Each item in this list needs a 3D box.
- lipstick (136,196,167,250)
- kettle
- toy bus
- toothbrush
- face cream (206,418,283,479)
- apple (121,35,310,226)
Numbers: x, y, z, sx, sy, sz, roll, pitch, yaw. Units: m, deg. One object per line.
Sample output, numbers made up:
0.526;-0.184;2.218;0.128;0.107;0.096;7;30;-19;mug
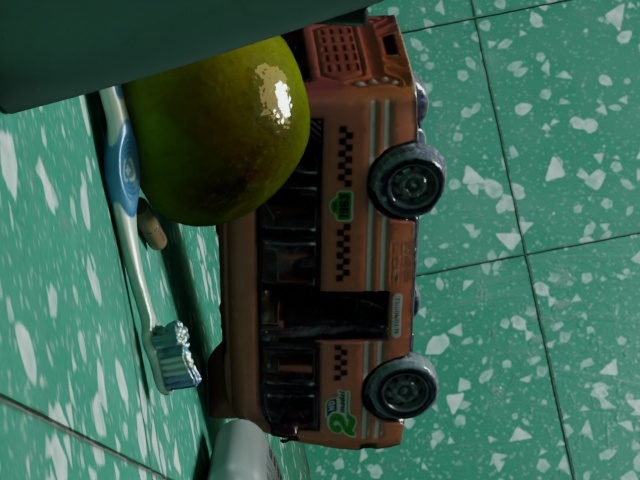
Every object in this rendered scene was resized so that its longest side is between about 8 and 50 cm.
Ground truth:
-0.151;-0.014;1.491;0.094;0.019;0.019;75;5;-71;lipstick
-0.087;-0.199;0.980;0.160;0.243;0.210;-98;175;-64;kettle
0.000;0.000;1.716;0.203;0.233;0.427;-98;-172;-59;toy bus
-0.162;-0.065;1.351;0.040;0.040;0.386;-70;146;-87;toothbrush
-0.068;0.267;1.566;0.291;0.071;0.144;-98;175;-78;face cream
-0.096;-0.113;1.435;0.196;0.157;0.196;163;-90;-76;apple
